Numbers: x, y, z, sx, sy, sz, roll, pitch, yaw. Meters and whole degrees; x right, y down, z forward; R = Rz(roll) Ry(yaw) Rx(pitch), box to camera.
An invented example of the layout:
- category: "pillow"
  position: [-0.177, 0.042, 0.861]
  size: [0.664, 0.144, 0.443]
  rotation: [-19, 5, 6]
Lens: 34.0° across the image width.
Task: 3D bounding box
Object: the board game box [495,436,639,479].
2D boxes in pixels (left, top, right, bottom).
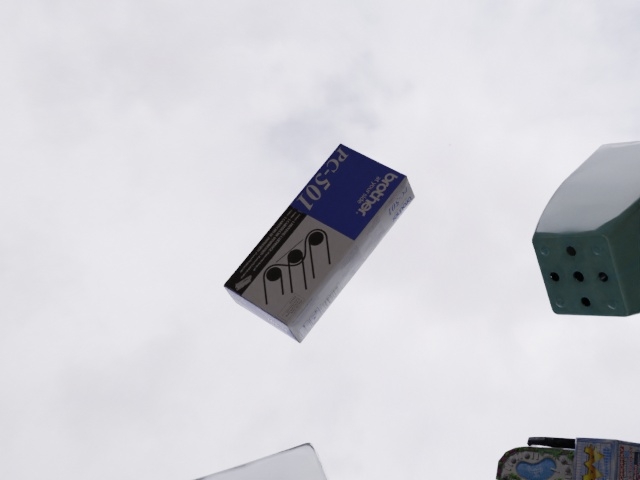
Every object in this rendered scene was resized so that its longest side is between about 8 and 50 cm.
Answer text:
- category: "board game box"
  position: [0.305, 0.252, 1.173]
  size: [0.194, 0.194, 0.060]
  rotation: [-1, -104, 30]

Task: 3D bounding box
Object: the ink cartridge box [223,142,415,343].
- category: "ink cartridge box"
  position: [0.000, 0.000, 1.118]
  size: [0.097, 0.046, 0.207]
  rotation: [30, -108, 32]

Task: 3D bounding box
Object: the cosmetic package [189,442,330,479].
- category: "cosmetic package"
  position: [-0.048, 0.427, 0.899]
  size: [0.230, 0.161, 0.453]
  rotation: [-15, -66, -8]

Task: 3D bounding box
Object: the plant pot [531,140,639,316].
- category: "plant pot"
  position: [0.374, -0.007, 1.278]
  size: [0.166, 0.234, 0.165]
  rotation: [-2, -68, 47]
